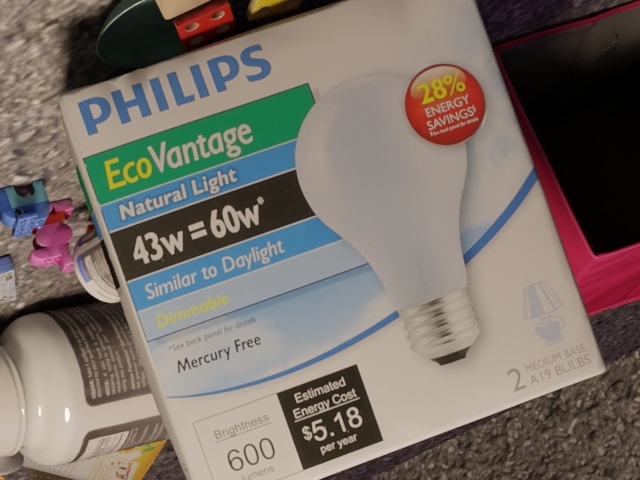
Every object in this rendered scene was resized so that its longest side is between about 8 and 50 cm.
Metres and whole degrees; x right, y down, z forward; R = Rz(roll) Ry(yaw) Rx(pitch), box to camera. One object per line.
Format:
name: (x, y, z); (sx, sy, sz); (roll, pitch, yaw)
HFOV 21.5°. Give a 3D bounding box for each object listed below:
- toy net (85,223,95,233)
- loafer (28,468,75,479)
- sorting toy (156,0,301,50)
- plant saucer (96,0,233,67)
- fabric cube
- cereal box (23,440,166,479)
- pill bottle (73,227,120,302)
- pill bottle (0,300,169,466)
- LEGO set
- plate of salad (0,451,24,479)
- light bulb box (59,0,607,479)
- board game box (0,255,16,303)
toy net: (-0.174, -0.044, 1.692); (0.122, 0.045, 0.232); (-3, 155, -12)
loafer: (-0.344, 0.245, 2.225); (0.102, 0.092, 0.268); (10, 139, -5)
sorting toy: (-0.076, -0.233, 1.250); (0.132, 0.046, 0.274); (-26, 161, -1)
plant saucer: (-0.130, -0.182, 1.377); (0.119, 0.021, 0.119); (-20, 161, -7)
fabric cube: (0.318, -0.080, 1.833); (0.259, 0.254, 0.258); (-19, 161, -15)
cereal box: (-0.323, 0.236, 2.095); (0.240, 0.047, 0.173); (18, 144, -13)
pill bottle: (-0.171, 0.002, 1.642); (0.137, 0.078, 0.078); (-27, 163, 36)
pill bottle: (-0.266, 0.160, 1.934); (0.318, 0.176, 0.176); (-10, 158, -36)
LEGO set: (-0.323, 0.014, 1.581); (0.227, 0.093, 0.087); (-14, 160, -25)
plate of salad: (-0.442, 0.234, 1.944); (0.200, 0.200, 0.048); (5, 108, -55)
light bulb box: (0.000, 0.000, 1.434); (0.358, 0.361, 0.225); (-20, 179, -9)
board game box: (-0.365, 0.052, 1.760); (0.090, 0.020, 0.090); (-18, 162, -16)
